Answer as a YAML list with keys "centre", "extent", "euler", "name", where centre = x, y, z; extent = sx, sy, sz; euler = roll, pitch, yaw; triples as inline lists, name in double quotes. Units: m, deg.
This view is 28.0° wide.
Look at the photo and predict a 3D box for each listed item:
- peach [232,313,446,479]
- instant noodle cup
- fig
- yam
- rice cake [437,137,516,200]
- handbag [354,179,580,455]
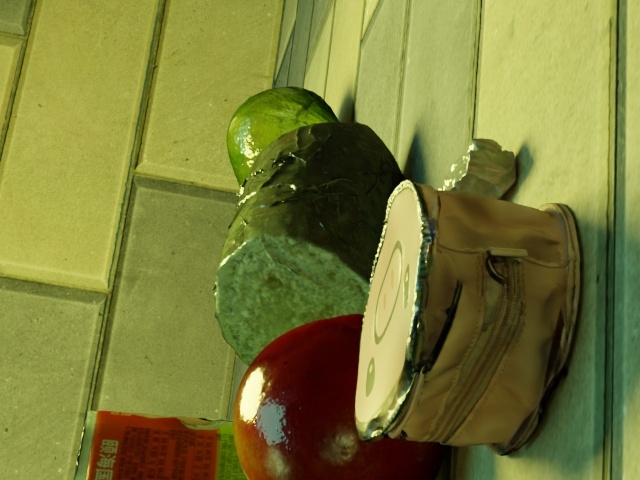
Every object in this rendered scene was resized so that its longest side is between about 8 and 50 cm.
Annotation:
- centre: [0.021, 0.162, 1.070]
  extent: [0.197, 0.197, 0.197]
  euler: [-170, 90, -82]
  name: "peach"
- centre: [-0.093, 0.299, 1.230]
  extent: [0.294, 0.308, 0.294]
  euler: [-171, 90, -82]
  name: "instant noodle cup"
- centre: [-0.019, -0.148, 1.951]
  extent: [0.235, 0.203, 0.203]
  euler: [-9, 65, 39]
  name: "fig"
- centre: [-0.005, -0.002, 1.395]
  extent: [0.202, 0.201, 0.271]
  euler: [-26, 22, 28]
  name: "yam"
- centre: [0.106, 0.005, 1.106]
  extent: [0.270, 0.055, 0.049]
  euler: [109, 179, -52]
  name: "rice cake"
- centre: [0.095, 0.055, 0.887]
  extent: [0.205, 0.116, 0.179]
  euler: [110, 166, -46]
  name: "handbag"
